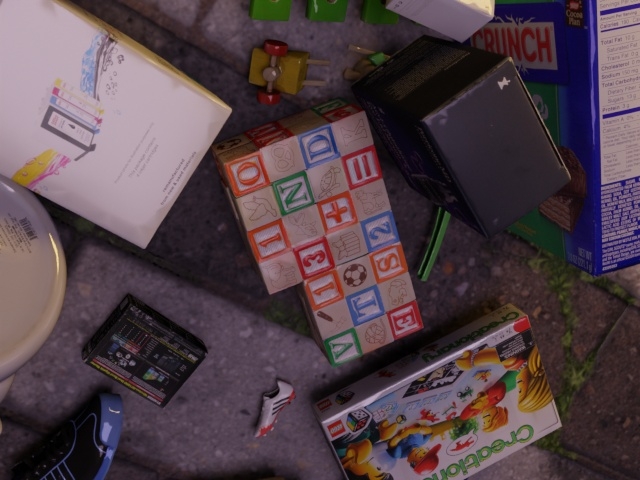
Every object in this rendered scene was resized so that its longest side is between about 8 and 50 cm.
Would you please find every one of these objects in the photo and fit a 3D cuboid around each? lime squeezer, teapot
[{"bbox_3d":[0.143,-0.096,1.063,0.110,0.059,0.310,-33,124,-29],"label":"lime squeezer"},{"bbox_3d":[-0.387,0.039,0.850,0.253,0.187,0.256,23,63,-27],"label":"teapot"}]

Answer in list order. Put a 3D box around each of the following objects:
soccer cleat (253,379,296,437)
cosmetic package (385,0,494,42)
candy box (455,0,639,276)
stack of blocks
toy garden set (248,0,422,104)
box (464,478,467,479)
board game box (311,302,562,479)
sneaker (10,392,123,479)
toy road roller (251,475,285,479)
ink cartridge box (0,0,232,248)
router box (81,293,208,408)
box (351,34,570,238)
[{"bbox_3d":[-0.067,0.220,1.139,0.036,0.029,0.083,38,91,-17],"label":"soccer cleat"},{"bbox_3d":[0.133,-0.334,0.913,0.099,0.060,0.239,18,65,-20],"label":"cosmetic package"},{"bbox_3d":[0.270,-0.156,0.979,0.122,0.268,0.317,-15,113,-17],"label":"candy box"},{"bbox_3d":[0.000,0.000,1.046,0.171,0.087,0.297,-22,115,-9],"label":"stack of blocks"},{"bbox_3d":[0.030,-0.258,0.982,0.244,0.049,0.203,-4,120,-25],"label":"toy garden set"},{"bbox_3d":[0.154,0.315,1.240,0.136,0.036,0.225,26,98,-24],"label":"box"},{"bbox_3d":[0.161,0.235,1.166,0.305,0.053,0.193,-26,114,-7],"label":"board game box"},{"bbox_3d":[-0.320,0.278,1.046,0.090,0.081,0.232,22,102,-31],"label":"sneaker"},{"bbox_3d":[-0.102,0.497,1.162,0.203,0.240,0.329,-5,73,-16],"label":"toy road roller"},{"bbox_3d":[-0.243,-0.135,0.870,0.233,0.171,0.168,30,97,-25],"label":"ink cartridge box"},{"bbox_3d":[-0.212,0.135,1.053,0.122,0.038,0.092,38,94,-26],"label":"router box"},{"bbox_3d":[0.141,-0.116,0.914,0.108,0.207,0.153,-36,114,-3],"label":"box"}]
